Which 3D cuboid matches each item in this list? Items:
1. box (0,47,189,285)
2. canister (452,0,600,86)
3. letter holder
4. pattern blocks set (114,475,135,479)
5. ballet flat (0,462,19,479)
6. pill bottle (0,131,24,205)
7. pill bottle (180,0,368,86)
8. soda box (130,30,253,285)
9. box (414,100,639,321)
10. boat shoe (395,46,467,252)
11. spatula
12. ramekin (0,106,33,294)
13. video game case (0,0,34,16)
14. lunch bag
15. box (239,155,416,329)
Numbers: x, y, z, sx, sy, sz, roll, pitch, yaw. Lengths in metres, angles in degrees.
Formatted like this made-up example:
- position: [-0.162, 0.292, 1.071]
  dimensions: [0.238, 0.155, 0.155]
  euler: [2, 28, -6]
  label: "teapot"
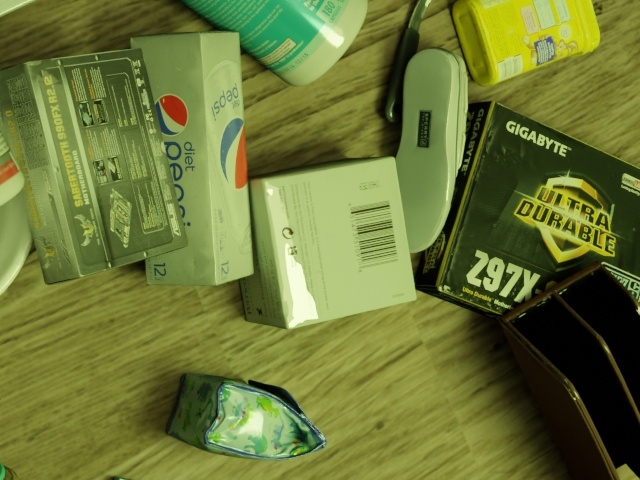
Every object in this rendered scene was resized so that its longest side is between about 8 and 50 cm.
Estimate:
- position: [-0.241, -0.083, 1.626]
  dimensions: [0.183, 0.056, 0.231]
  euler: [-19, 97, -54]
  label: "box"
- position: [0.266, -0.281, 1.980]
  dimensions: [0.170, 0.073, 0.126]
  euler: [-22, 100, -23]
  label: "canister"
- position: [0.378, 0.217, 1.903]
  dimensions: [0.152, 0.214, 0.302]
  euler: [-30, 118, -4]
  label: "letter holder"
- position: [-0.207, 0.451, 1.774]
  dimensions: [0.285, 0.026, 0.325]
  euler: [28, 78, -24]
  label: "pattern blocks set"
- position: [-0.460, 0.364, 1.618]
  dimensions: [0.342, 0.116, 0.124]
  euler: [-32, 123, -27]
  label: "ballet flat"
- position: [-0.415, -0.140, 1.444]
  dimensions: [0.161, 0.161, 0.283]
  euler: [-32, 103, -23]
  label: "pill bottle"
- position: [-0.083, -0.308, 1.766]
  dimensions: [0.264, 0.146, 0.146]
  euler: [36, 75, -22]
  label: "pill bottle"
- position: [-0.145, -0.094, 1.736]
  dimensions: [0.091, 0.098, 0.286]
  euler: [-16, 104, -62]
  label: "soda box"
- position: [0.301, -0.007, 1.997]
  dimensions: [0.322, 0.079, 0.257]
  euler: [22, 82, -25]
  label: "box"
- position: [0.145, -0.112, 1.912]
  dimensions: [0.084, 0.095, 0.258]
  euler: [-7, 111, -59]
  label: "boat shoe"
- position: [0.130, -0.288, 1.934]
  dimensions: [0.084, 0.030, 0.296]
  euler: [23, 81, -38]
  label: "spatula"
- position: [-0.446, -0.042, 1.594]
  dimensions: [0.277, 0.135, 0.277]
  euler: [0, 90, -26]
  label: "ramekin"
- position: [-0.432, -0.321, 1.662]
  dimensions: [0.227, 0.026, 0.206]
  euler: [-31, 103, -22]
  label: "video game case"
- position: [-0.083, 0.212, 1.778]
  dimensions: [0.151, 0.129, 0.096]
  euler: [21, 81, -24]
  label: "lunch bag"
- position: [0.000, 0.000, 1.823]
  dimensions: [0.182, 0.119, 0.181]
  euler: [-12, 96, -25]
  label: "box"
